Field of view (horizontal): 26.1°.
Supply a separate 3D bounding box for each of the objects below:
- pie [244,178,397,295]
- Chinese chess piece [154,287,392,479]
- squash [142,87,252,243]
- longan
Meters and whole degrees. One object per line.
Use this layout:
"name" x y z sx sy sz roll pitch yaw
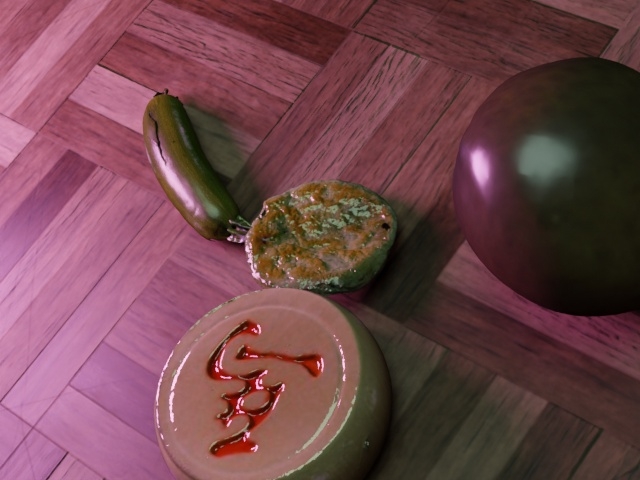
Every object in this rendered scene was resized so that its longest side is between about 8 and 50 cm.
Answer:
"pie" 0.000 0.000 1.639 0.186 0.041 0.187 -6 47 6
"Chinese chess piece" -0.052 0.180 1.519 0.273 0.102 0.273 -11 55 16
"squash" -0.173 -0.096 1.774 0.080 0.071 0.318 -31 52 -2
"longan" 0.275 -0.057 1.466 0.243 0.300 0.300 -35 35 54
